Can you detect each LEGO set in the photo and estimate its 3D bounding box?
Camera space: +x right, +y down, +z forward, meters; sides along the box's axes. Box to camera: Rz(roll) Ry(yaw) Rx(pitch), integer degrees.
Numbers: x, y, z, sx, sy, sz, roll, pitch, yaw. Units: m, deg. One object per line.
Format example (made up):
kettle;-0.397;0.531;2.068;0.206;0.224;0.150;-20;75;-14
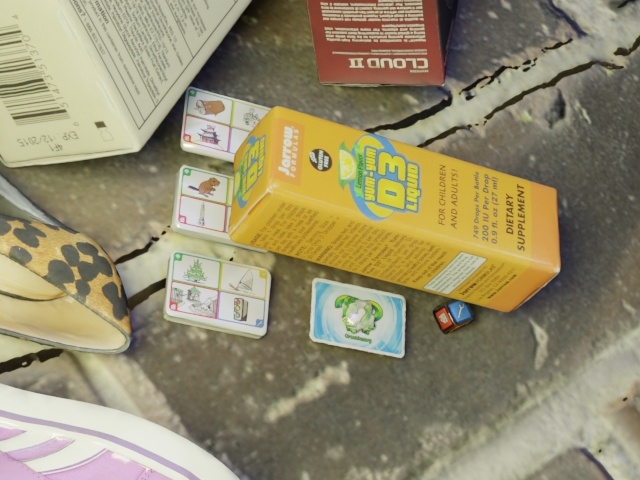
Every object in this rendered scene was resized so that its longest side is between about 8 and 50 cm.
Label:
LEGO set;0.000;0.000;1.184;0.244;0.060;0.182;12;65;-21

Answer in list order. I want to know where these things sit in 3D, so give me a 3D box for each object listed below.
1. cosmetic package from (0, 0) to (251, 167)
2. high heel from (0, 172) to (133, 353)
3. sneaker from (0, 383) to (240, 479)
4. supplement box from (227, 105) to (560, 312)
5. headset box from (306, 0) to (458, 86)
cosmetic package;-0.143;-0.201;1.136;0.296;0.129;0.153;-58;133;-43
high heel;-0.235;0.032;0.961;0.186;0.093;0.261;42;34;11
sneaker;-0.187;0.169;0.911;0.282;0.102;0.161;17;54;-5
supplement box;0.055;-0.020;1.142;0.233;0.080;0.078;13;59;-18
headset box;0.052;-0.279;1.259;0.110;0.293;0.218;3;48;12
